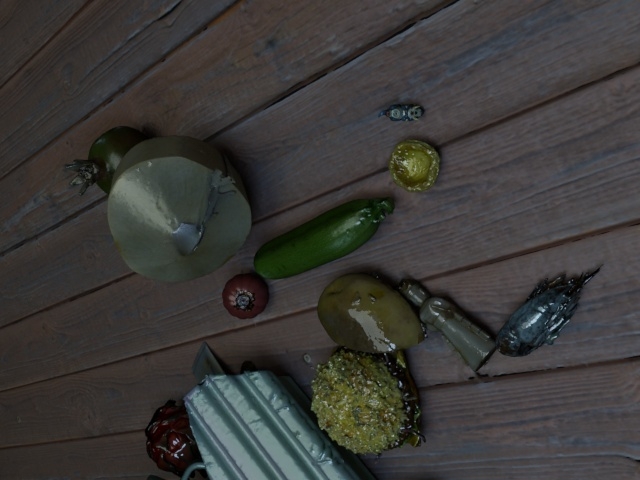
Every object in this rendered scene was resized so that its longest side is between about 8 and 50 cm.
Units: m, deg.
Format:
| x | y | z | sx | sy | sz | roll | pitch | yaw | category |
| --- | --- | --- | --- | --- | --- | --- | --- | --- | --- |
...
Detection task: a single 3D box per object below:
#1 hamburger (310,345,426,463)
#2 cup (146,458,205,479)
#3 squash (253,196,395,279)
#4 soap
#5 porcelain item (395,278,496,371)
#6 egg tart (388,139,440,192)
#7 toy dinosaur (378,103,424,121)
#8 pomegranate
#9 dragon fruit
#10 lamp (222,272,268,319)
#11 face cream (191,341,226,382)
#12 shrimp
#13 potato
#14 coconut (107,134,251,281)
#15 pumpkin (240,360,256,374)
| x | y | z | sx | sy | sz | roll | pitch | yaw | category |
| --- | --- | --- | --- | --- | --- | --- | --- | --- | --- |
| 0.091 | 0.326 | 1.267 | 0.262 | 0.139 | 0.243 | -14 | 92 | 39 | hamburger |
| -0.272 | 0.723 | 1.491 | 0.392 | 0.401 | 0.310 | 28 | 136 | -2 | cup |
| 0.000 | 0.000 | 1.283 | 0.379 | 0.101 | 0.101 | -27 | 84 | 36 | squash |
| -0.103 | 0.470 | 1.385 | 0.261 | 0.156 | 0.446 | -46 | 71 | 5 | soap |
| 0.230 | 0.148 | 1.174 | 0.213 | 0.054 | 0.084 | 42 | 123 | 26 | porcelain item |
| 0.176 | -0.138 | 1.155 | 0.105 | 0.039 | 0.105 | 10 | 107 | 34 | egg tart |
| 0.148 | -0.233 | 1.148 | 0.083 | 0.047 | 0.030 | 8 | 107 | 34 | toy dinosaur |
| -0.502 | -0.180 | 1.530 | 0.182 | 0.224 | 0.181 | 14 | 117 | 29 | pomegranate |
| -0.367 | 0.516 | 1.630 | 0.189 | 0.182 | 0.182 | 5 | 104 | 34 | dragon fruit |
| -0.172 | 0.128 | 1.442 | 0.108 | 0.092 | 0.107 | 0 | 100 | 1 | lamp |
| -0.261 | 0.372 | 1.592 | 0.224 | 0.070 | 0.114 | 45 | 123 | 30 | face cream |
| 0.383 | 0.119 | 1.047 | 0.233 | 0.079 | 0.090 | -50 | 33 | 28 | shrimp |
| 0.078 | 0.138 | 1.224 | 0.243 | 0.098 | 0.138 | 0 | 107 | 47 | potato |
| -0.304 | -0.069 | 1.339 | 0.323 | 0.323 | 0.322 | 9 | 106 | 34 | coconut |
| -0.177 | 0.336 | 1.537 | 0.050 | 0.028 | 0.083 | -23 | 83 | 39 | pumpkin |
